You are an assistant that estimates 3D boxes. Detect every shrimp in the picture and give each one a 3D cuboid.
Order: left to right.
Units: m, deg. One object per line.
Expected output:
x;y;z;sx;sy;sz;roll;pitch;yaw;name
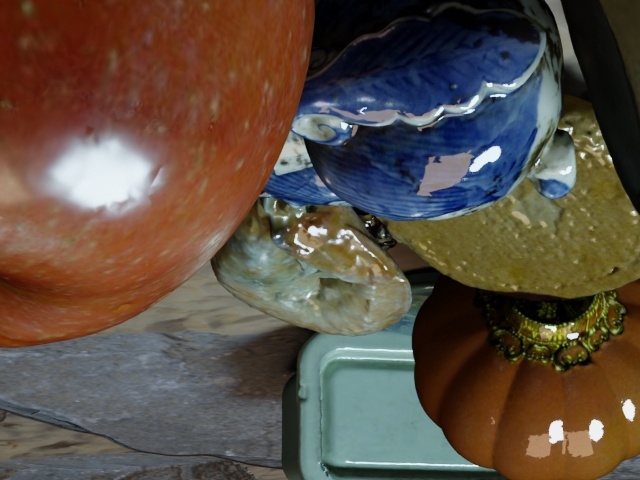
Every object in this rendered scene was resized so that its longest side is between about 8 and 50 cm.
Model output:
0.000;0.000;1.089;0.168;0.077;0.317;19;156;0;shrimp

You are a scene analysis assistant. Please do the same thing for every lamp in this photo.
0.184;0.092;1.179;0.223;0.223;0.196;-3;144;2;lamp

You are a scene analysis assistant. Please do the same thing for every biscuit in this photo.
0.140;-0.033;1.021;0.226;0.042;0.226;14;144;11;biscuit

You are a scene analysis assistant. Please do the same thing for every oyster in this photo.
0.015;0.009;1.204;0.086;0.029;0.132;4;155;-16;oyster

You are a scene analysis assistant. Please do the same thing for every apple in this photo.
-0.175;-0.096;0.609;0.348;0.277;0.348;-4;159;-2;apple

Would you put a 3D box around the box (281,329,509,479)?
0.107;0.193;1.494;0.312;0.175;0.182;4;165;-16;box

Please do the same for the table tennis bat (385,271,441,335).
0.159;0.066;1.354;0.237;0.038;0.149;4;156;-8;table tennis bat

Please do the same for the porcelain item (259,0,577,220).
0.034;-0.078;0.792;0.186;0.138;0.288;-11;-178;2;porcelain item

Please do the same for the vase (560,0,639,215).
0.270;-0.133;0.697;0.302;0.241;0.329;-19;-176;6;vase
